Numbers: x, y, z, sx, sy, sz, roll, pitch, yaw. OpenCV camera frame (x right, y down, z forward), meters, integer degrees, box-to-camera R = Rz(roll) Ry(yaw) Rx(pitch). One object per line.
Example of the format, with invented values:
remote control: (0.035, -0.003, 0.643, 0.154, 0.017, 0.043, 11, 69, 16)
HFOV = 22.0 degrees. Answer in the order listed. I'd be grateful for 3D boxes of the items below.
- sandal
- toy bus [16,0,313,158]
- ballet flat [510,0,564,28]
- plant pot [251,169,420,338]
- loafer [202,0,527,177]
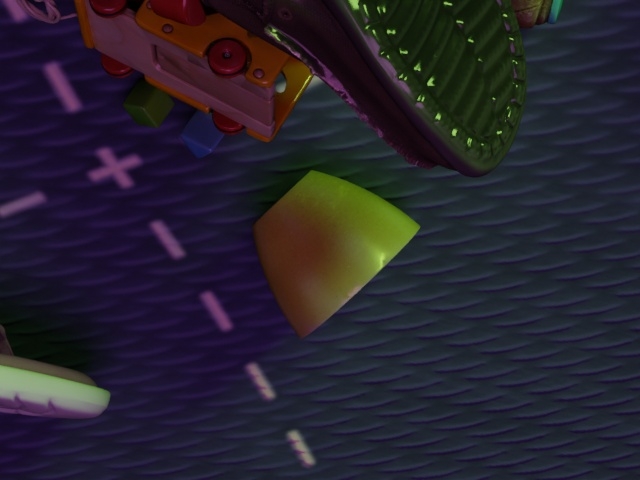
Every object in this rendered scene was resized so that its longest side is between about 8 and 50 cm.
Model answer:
sandal: (-0.365, 0.065, 1.326, 0.416, 0.169, 0.102, 14, 80, -17)
toy bus: (-0.094, -0.163, 1.215, 0.202, 0.191, 0.104, 46, 64, -31)
ballet flat: (0.154, -0.314, 1.164, 0.124, 0.116, 0.342, 17, 126, 5)
plant pot: (0.000, 0.000, 1.338, 0.134, 0.134, 0.095, -43, 91, 19)
loafer: (-0.003, -0.185, 1.081, 0.366, 0.134, 0.130, 48, 146, -18)
